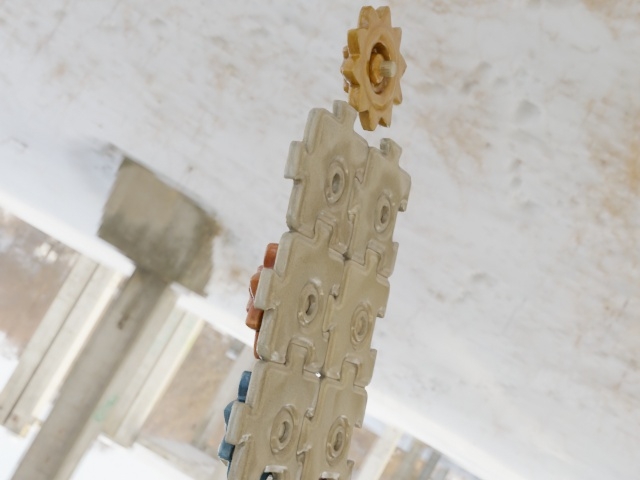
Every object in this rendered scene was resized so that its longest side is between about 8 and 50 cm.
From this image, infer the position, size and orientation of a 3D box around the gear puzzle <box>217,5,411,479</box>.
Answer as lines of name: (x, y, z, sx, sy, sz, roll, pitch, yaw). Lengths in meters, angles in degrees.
gear puzzle: (0.000, 0.000, 0.723, 0.044, 0.339, 0.175, 8, 171, 28)
